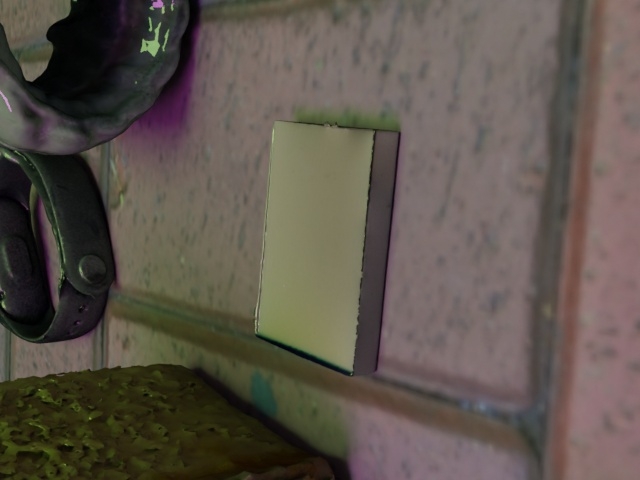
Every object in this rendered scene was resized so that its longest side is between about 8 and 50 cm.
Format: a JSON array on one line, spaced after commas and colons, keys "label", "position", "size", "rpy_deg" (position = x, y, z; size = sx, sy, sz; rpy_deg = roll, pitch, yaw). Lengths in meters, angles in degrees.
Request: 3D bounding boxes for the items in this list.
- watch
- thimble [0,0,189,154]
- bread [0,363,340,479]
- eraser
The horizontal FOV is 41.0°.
[{"label": "watch", "position": [-0.279, 0.000, 0.854], "size": [0.193, 0.068, 0.207], "rpy_deg": [-22, 77, 45]}, {"label": "thimble", "position": [-0.218, -0.193, 0.662], "size": [0.171, 0.204, 0.250], "rpy_deg": [15, 97, 49]}, {"label": "bread", "position": [-0.168, 0.230, 0.550], "size": [0.248, 0.315, 0.279], "rpy_deg": [28, 122, 48]}, {"label": "eraser", "position": [0.000, 0.000, 0.546], "size": [0.103, 0.023, 0.151], "rpy_deg": [14, 101, 49]}]
